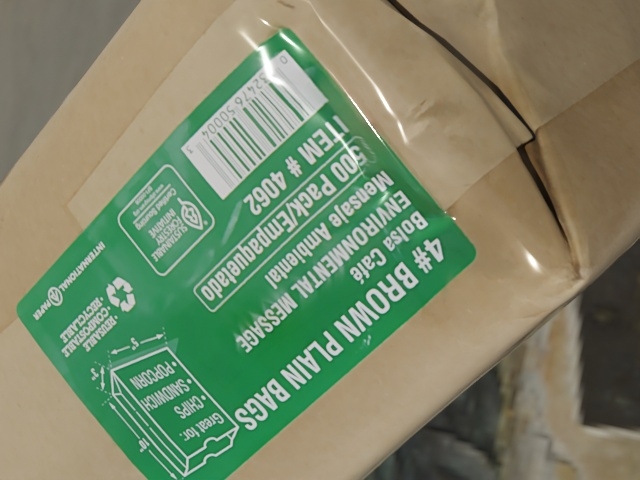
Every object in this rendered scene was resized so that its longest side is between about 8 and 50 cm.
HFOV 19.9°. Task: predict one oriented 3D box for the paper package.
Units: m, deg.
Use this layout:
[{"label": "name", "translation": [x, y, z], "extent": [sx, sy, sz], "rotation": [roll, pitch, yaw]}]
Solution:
[{"label": "paper package", "translation": [0.000, 0.000, 0.734], "extent": [0.325, 0.168, 0.309], "rotation": [-45, -4, 35]}]
